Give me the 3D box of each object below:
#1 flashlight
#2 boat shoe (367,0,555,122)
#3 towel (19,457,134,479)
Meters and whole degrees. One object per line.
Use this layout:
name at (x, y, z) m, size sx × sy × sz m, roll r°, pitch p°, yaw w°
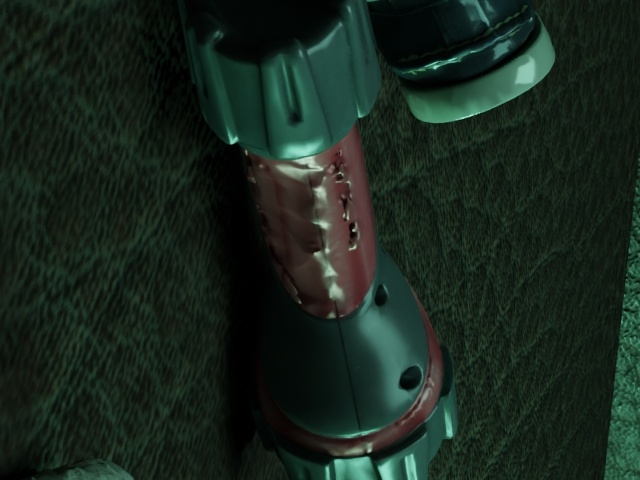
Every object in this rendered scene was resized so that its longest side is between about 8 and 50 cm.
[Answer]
flashlight at (0.000, 0.000, 0.886) m, size 0.103 × 0.103 × 0.304 m, roll -52°, pitch 151°, yaw -28°
boat shoe at (0.041, -0.130, 0.917) m, size 0.254 × 0.095 × 0.079 m, roll -98°, pitch 166°, yaw -66°
towel at (-0.119, 0.218, 0.655) m, size 0.187 × 0.049 × 0.282 m, roll 6°, pitch 92°, yaw -76°
